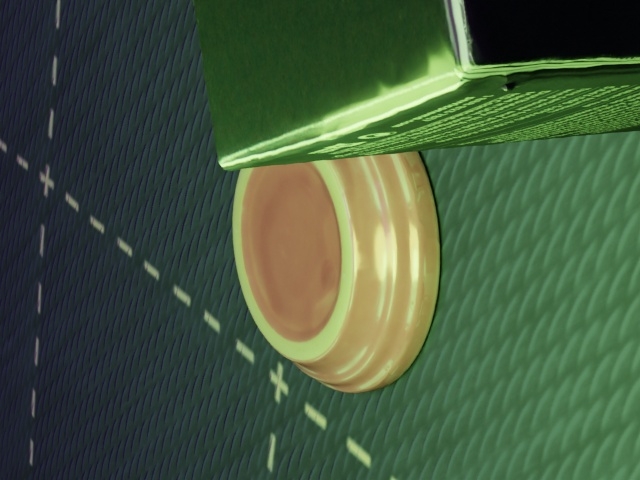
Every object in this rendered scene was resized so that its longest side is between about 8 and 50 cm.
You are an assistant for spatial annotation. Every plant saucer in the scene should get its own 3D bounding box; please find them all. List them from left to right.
[{"bbox_3d":[0.000,0.000,1.742,0.332,0.084,0.332,14,107,57],"label":"plant saucer"}]

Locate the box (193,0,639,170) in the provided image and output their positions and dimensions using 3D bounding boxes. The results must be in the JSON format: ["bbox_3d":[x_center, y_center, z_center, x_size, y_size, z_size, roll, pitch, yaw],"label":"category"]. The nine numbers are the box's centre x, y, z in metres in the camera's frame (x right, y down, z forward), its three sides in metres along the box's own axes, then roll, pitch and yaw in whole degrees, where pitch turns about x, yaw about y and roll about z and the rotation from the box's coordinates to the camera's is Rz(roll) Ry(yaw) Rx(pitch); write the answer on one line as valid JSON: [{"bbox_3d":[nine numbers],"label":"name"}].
[{"bbox_3d":[0.164,-0.314,1.045,0.297,0.472,0.479,-14,84,60],"label":"box"}]
